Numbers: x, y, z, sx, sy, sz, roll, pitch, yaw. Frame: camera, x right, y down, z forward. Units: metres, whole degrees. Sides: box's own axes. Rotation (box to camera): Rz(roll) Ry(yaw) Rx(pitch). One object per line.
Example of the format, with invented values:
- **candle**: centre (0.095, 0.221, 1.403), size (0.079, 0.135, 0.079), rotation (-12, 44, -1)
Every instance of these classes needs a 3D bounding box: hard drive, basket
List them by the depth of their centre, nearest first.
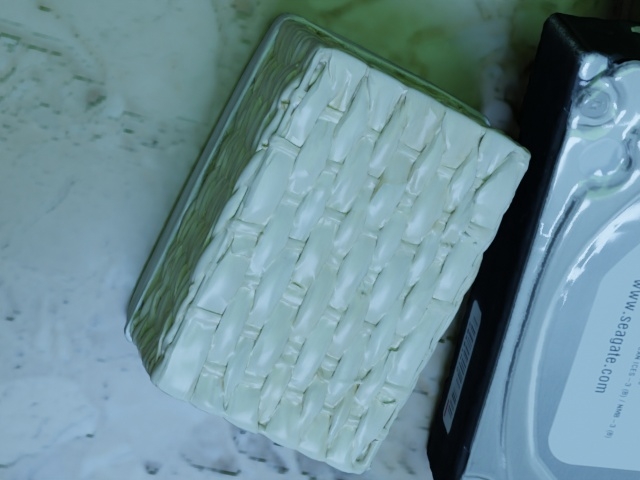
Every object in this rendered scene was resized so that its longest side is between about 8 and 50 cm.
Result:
- **basket**: centre (0.000, 0.000, 0.532), size (0.113, 0.103, 0.167), rotation (25, 96, -14)
- **hard drive**: centre (0.238, 0.039, 0.567), size (0.338, 0.064, 0.237), rotation (7, 117, -11)

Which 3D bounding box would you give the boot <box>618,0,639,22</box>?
- **boot**: centre (0.156, -0.168, 0.528), size (0.248, 0.090, 0.207), rotation (15, 97, -15)
